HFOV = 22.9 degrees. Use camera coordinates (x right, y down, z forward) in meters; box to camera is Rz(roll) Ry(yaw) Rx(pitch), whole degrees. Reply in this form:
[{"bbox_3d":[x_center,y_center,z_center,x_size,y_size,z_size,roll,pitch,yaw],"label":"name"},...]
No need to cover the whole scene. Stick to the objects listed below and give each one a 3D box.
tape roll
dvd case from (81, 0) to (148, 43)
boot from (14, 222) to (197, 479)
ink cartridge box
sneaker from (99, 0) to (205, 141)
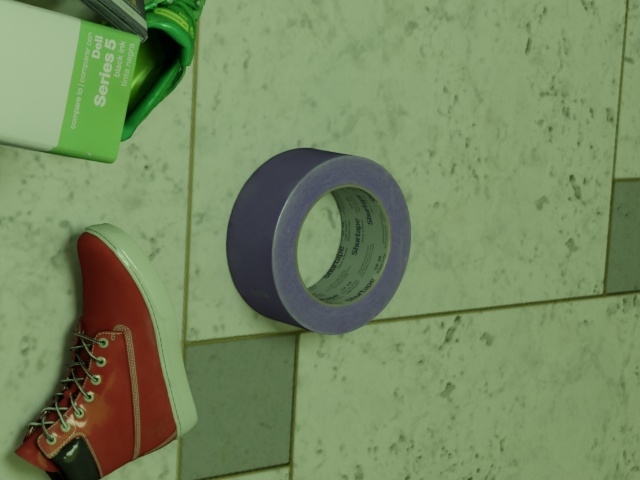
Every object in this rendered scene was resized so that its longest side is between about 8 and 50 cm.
[{"bbox_3d":[0.000,0.000,1.655,0.189,0.080,0.189,-9,103,-39],"label":"tape roll"},{"bbox_3d":[-0.215,-0.283,1.360,0.018,0.221,0.164,-33,131,21],"label":"dvd case"},{"bbox_3d":[-0.223,0.119,1.492,0.176,0.088,0.244,-29,119,-31],"label":"boot"},{"bbox_3d":[-0.318,-0.148,1.282,0.273,0.198,0.114,12,91,-41],"label":"ink cartridge box"},{"bbox_3d":[-0.145,-0.207,1.464,0.109,0.123,0.295,33,77,-39],"label":"sneaker"}]
